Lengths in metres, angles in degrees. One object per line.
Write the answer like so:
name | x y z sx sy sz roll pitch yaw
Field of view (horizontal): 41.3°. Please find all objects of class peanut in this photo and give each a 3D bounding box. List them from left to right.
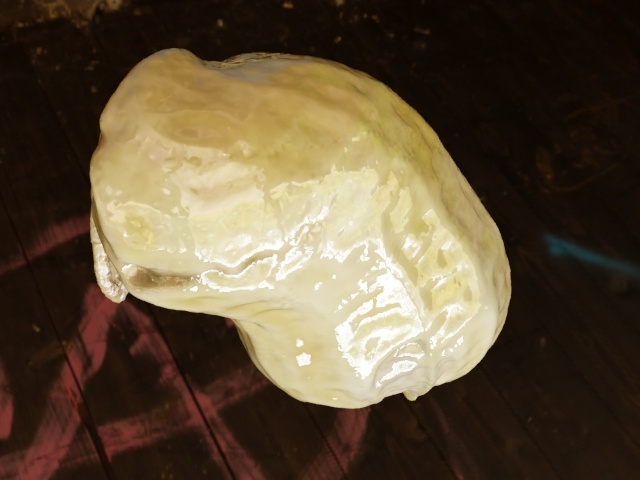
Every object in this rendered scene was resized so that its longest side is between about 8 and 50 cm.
peanut | 0.004 -0.005 0.506 0.174 0.340 0.158 -36 -134 4

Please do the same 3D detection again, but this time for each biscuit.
biscuit | -0.132 -0.018 0.555 0.015 0.120 0.120 0 -128 -1
